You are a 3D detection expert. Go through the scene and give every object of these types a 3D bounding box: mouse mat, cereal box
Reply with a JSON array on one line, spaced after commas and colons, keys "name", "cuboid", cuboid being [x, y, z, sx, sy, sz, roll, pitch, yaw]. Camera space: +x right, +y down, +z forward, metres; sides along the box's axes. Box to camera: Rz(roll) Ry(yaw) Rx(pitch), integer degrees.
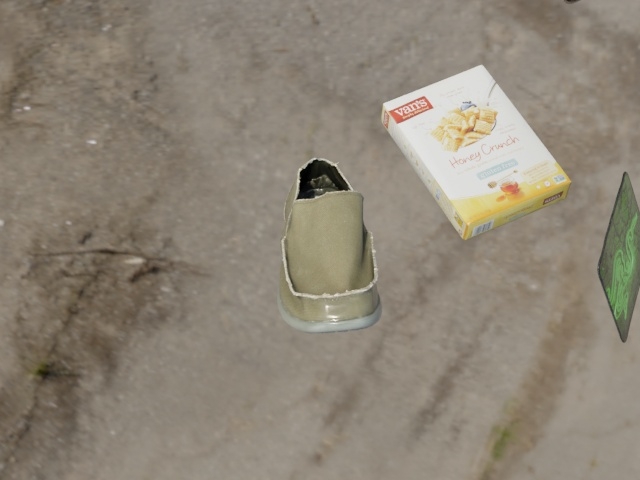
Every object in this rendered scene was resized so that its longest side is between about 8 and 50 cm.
[{"name": "mouse mat", "cuboid": [0.407, 0.021, 1.673, 0.152, 0.007, 0.189, 62, 41, -38]}, {"name": "cereal box", "cuboid": [0.216, -0.128, 1.773, 0.173, 0.240, 0.047, -23, 151, -17]}]

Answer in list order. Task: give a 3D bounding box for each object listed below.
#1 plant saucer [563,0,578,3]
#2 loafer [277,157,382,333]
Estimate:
[{"name": "plant saucer", "cuboid": [0.391, -0.422, 1.747, 0.036, 0.198, 0.198, 41, 70, 18]}, {"name": "loafer", "cuboid": [0.000, 0.000, 1.147, 0.094, 0.251, 0.087, -7, 118, -5]}]
